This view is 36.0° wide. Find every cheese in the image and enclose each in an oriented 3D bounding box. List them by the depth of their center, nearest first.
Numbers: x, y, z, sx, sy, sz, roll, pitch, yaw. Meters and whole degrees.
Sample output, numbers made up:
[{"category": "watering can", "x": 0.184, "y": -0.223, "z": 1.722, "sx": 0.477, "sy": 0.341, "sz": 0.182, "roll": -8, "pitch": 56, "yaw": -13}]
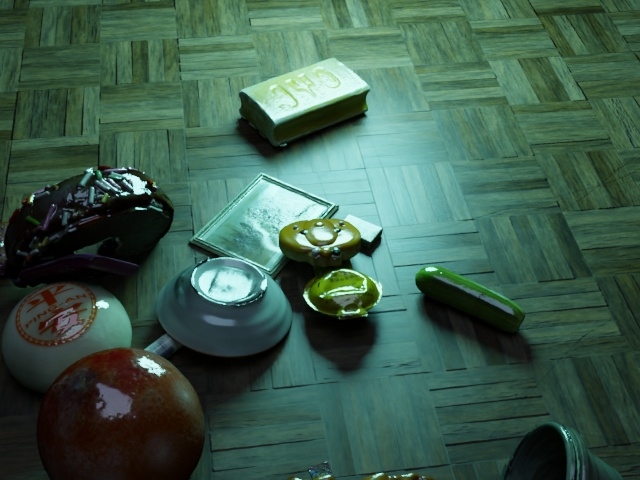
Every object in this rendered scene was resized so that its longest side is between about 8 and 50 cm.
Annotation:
[{"category": "cheese", "x": 0.036, "y": 0.081, "z": 1.936, "sx": 0.157, "sy": 0.064, "sz": 0.250, "roll": -7, "pitch": 34, "yaw": -10}]

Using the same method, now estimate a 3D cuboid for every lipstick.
[{"category": "lipstick", "x": -0.304, "y": 0.210, "z": 1.804, "sx": 0.040, "sy": 0.040, "sz": 0.141, "roll": 31, "pitch": 50, "yaw": 27}]

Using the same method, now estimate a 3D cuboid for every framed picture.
[{"category": "framed picture", "x": -0.117, "y": -0.039, "z": 2.091, "sx": 0.217, "sy": 0.017, "sz": 0.274, "roll": 22, "pitch": 47, "yaw": 21}]

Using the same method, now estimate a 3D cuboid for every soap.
[{"category": "soap", "x": -0.037, "y": -0.334, "z": 2.355, "sx": 0.274, "sy": 0.089, "sz": 0.173, "roll": -25, "pitch": 49, "yaw": -26}]

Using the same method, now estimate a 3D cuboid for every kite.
[{"category": "kite", "x": -0.010, "y": 0.397, "z": 1.643, "sx": 0.078, "sy": 0.002, "sz": 0.044, "roll": -31, "pitch": 52, "yaw": -31}]

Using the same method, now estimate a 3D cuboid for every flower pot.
[{"category": "flower pot", "x": 0.380, "y": 0.406, "z": 1.514, "sx": 0.141, "sy": 0.235, "sz": 0.235, "roll": 23, "pitch": 42, "yaw": -12}]

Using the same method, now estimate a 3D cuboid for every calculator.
[{"category": "calculator", "x": -0.446, "y": 0.052, "z": 1.809, "sx": 0.191, "sy": 0.127, "sz": 0.034, "roll": -10, "pitch": 77, "yaw": 25}]

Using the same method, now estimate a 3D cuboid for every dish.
[{"category": "dish", "x": -0.177, "y": 0.102, "z": 1.859, "sx": 0.260, "sy": 0.085, "sz": 0.260, "roll": 8, "pitch": 36, "yaw": -6}]

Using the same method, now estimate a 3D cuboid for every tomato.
[{"category": "tomato", "x": -0.322, "y": 0.293, "z": 1.568, "sx": 0.265, "sy": 0.265, "sz": 0.265, "roll": 1, "pitch": 43, "yaw": -1}]

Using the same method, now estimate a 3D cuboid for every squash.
[{"category": "squash", "x": 0.288, "y": 0.110, "z": 1.913, "sx": 0.229, "sy": 0.066, "sz": 0.066, "roll": 26, "pitch": 48, "yaw": 21}]

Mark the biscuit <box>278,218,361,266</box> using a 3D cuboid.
[{"category": "biscuit", "x": 0.000, "y": -0.004, "z": 1.980, "sx": 0.170, "sy": 0.050, "sz": 0.170, "roll": 0, "pitch": 27, "yaw": 0}]

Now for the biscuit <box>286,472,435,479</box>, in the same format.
[{"category": "biscuit", "x": 0.051, "y": 0.495, "z": 1.466, "sx": 0.318, "sy": 0.110, "sz": 0.312, "roll": 0, "pitch": 46, "yaw": -1}]

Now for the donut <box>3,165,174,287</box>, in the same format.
[{"category": "donut", "x": -0.451, "y": -0.039, "z": 1.897, "sx": 0.345, "sy": 0.259, "sz": 0.136, "roll": -23, "pitch": 72, "yaw": -23}]

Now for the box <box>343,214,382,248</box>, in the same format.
[{"category": "box", "x": 0.082, "y": -0.019, "z": 2.070, "sx": 0.083, "sy": 0.024, "sz": 0.053, "roll": 21, "pitch": 47, "yaw": 21}]

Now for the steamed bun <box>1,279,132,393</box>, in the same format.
[{"category": "steamed bun", "x": -0.460, "y": 0.160, "z": 1.775, "sx": 0.232, "sy": 0.145, "sz": 0.231, "roll": 1, "pitch": 43, "yaw": -1}]

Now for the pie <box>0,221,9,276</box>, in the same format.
[{"category": "pie", "x": -0.648, "y": 0.015, "z": 2.003, "sx": 0.154, "sy": 0.036, "sz": 0.154, "roll": 2, "pitch": 42, "yaw": -1}]
